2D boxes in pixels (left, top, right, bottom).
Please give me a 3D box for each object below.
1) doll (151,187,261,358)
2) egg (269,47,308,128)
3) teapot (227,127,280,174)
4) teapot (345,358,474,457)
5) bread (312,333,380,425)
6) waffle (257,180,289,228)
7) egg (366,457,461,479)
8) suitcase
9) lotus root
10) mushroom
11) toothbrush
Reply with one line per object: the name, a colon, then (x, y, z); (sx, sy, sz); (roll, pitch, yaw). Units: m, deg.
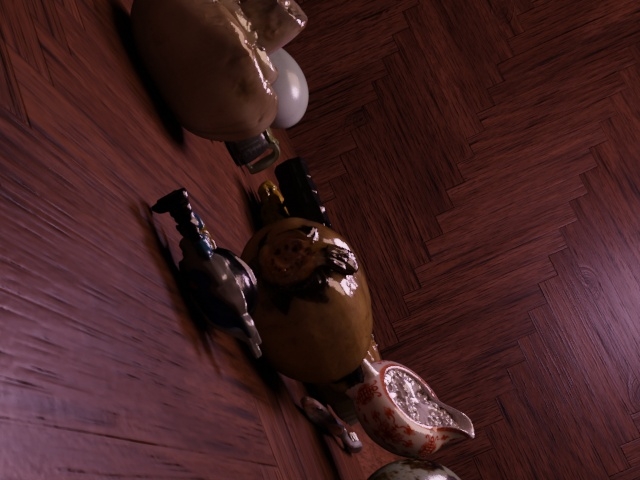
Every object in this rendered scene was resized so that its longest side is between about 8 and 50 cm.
doll: (-0.108, 0.037, 0.933); (0.195, 0.070, 0.096); (61, -12, -9)
egg: (-0.138, -0.414, 2.360); (0.264, 0.183, 0.183); (59, 3, 5)
teapot: (-0.135, -0.199, 1.793); (0.124, 0.091, 0.092); (53, 15, -71)
teapot: (0.109, 0.247, 1.362); (0.245, 0.116, 0.159); (36, 38, -18)
bread: (0.025, 0.181, 1.498); (0.210, 0.110, 0.192); (57, 11, -45)
waffle: (-0.051, 0.029, 1.800); (0.307, 0.060, 0.311); (-108, 173, -74)
egg: (0.131, 0.394, 1.284); (0.231, 0.169, 0.169); (38, 25, -51)
suitcase: (0.001, 0.000, 1.728); (0.206, 0.066, 0.285); (-111, 177, -52)
lotus root: (-0.008, 0.100, 1.180); (0.310, 0.183, 0.182); (64, 4, -51)
mushroom: (-0.132, -0.278, 1.273); (0.254, 0.234, 0.260); (64, 3, 31)
toothbrush: (0.021, 0.291, 1.415); (0.037, 0.028, 0.375); (62, 1, 25)
